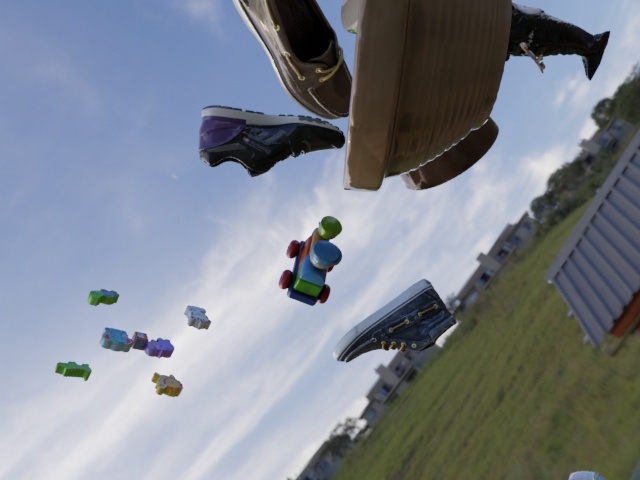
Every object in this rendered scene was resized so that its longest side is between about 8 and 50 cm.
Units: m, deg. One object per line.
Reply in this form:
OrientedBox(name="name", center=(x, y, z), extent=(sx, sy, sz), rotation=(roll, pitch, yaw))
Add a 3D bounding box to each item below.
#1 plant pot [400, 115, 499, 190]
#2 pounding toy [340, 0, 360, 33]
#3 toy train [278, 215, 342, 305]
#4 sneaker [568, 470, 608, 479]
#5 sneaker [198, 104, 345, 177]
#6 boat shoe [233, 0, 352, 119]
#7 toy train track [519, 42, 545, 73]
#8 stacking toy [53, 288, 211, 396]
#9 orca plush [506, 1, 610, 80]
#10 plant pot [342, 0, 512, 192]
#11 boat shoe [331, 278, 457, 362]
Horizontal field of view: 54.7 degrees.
OrientedBox(name="plant pot", center=(0.190, -0.253, 1.190), extent=(0.215, 0.215, 0.230), rotation=(-46, -67, -17))
OrientedBox(name="pounding toy", center=(0.113, -0.355, 0.762), extent=(0.183, 0.110, 0.236), rotation=(150, 132, -67))
OrientedBox(name="toy train", center=(0.000, 0.000, 1.284), extent=(0.248, 0.105, 0.143), rotation=(-78, 14, -44))
OrientedBox(name="sneaker", center=(0.440, 0.428, 0.740), extent=(0.150, 0.366, 0.135), rotation=(-32, -2, 28))
OrientedBox(name="sneaker", center=(-0.095, -0.178, 1.210), extent=(0.107, 0.283, 0.124), rotation=(112, 163, -84))
OrientedBox(name="boat shoe", center=(-0.021, -0.318, 1.027), extent=(0.116, 0.097, 0.324), rotation=(-50, -49, -13))
OrientedBox(name="toy train track", center=(0.343, -0.296, 0.988), extent=(0.014, 0.048, 0.083), rotation=(-34, -32, 31))
OrientedBox(name="stacking toy", center=(-0.313, 0.179, 1.054), extent=(0.221, 0.052, 0.167), rotation=(17, -72, -32))
OrientedBox(name="orca plush", center=(0.334, -0.332, 1.072), extent=(0.151, 0.287, 0.102), rotation=(105, -170, -70))
OrientedBox(name="plant pot", center=(0.081, -0.152, 0.489), extent=(0.237, 0.110, 0.237), rotation=(6, -90, -88))
OrientedBox(name="boat shoe", center=(0.107, 0.141, 0.907), extent=(0.183, 0.083, 0.065), rotation=(-38, -20, 6))
